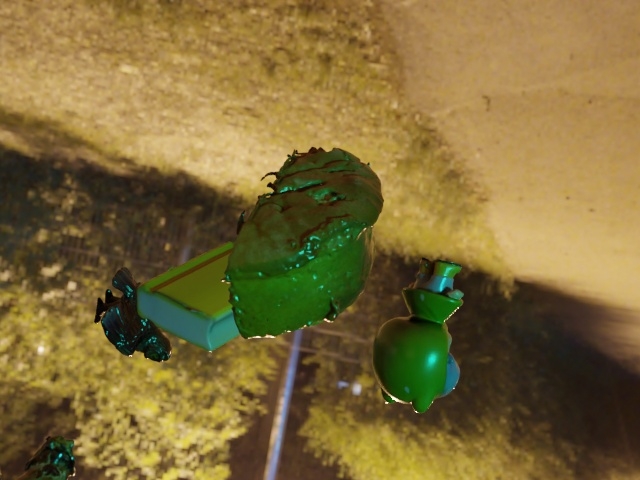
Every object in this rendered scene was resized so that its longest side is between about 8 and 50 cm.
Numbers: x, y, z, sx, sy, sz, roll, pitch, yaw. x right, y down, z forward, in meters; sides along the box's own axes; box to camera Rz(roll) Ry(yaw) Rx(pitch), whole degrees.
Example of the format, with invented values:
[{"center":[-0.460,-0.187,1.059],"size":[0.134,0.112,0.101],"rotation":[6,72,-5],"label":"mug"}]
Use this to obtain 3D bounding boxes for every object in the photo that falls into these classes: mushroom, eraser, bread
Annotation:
[{"center":[-0.736,0.608,2.140],"size":[0.356,0.334,0.331],"rotation":[25,127,-37],"label":"mushroom"},{"center":[-0.161,0.082,1.550],"size":[0.158,0.069,0.226],"rotation":[23,-149,28],"label":"eraser"},{"center":[-0.002,0.000,1.158],"size":[0.147,0.160,0.260],"rotation":[8,-148,17],"label":"bread"}]

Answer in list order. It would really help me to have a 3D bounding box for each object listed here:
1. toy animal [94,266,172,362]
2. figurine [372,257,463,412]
[{"center":[-0.346,0.151,1.892],"size":[0.179,0.116,0.218],"rotation":[37,-166,-2],"label":"toy animal"},{"center":[0.175,0.162,1.703],"size":[0.143,0.263,0.162],"rotation":[17,175,-40],"label":"figurine"}]
